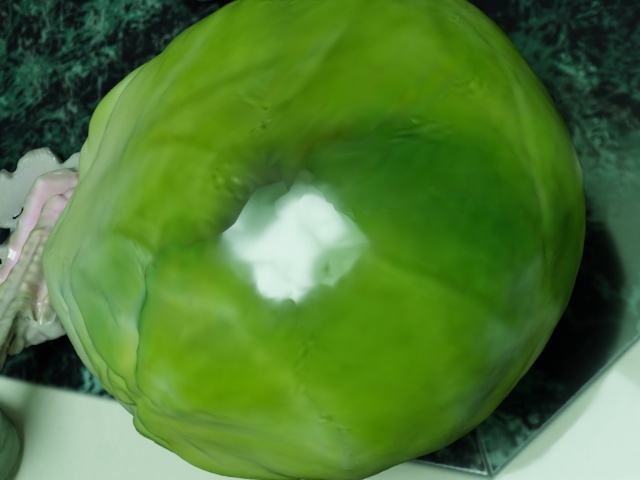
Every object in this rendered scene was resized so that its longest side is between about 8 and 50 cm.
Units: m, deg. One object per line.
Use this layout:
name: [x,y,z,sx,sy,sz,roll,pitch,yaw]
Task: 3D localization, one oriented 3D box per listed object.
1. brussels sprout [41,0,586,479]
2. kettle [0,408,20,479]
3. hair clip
brussels sprout: [0.000,0.000,0.665,0.344,0.268,0.344,-21,56,34]
kettle: [-0.371,0.213,0.774,0.318,0.205,0.265,25,89,27]
hair clip: [-0.234,0.052,0.797,0.173,0.069,0.300,2,47,20]
